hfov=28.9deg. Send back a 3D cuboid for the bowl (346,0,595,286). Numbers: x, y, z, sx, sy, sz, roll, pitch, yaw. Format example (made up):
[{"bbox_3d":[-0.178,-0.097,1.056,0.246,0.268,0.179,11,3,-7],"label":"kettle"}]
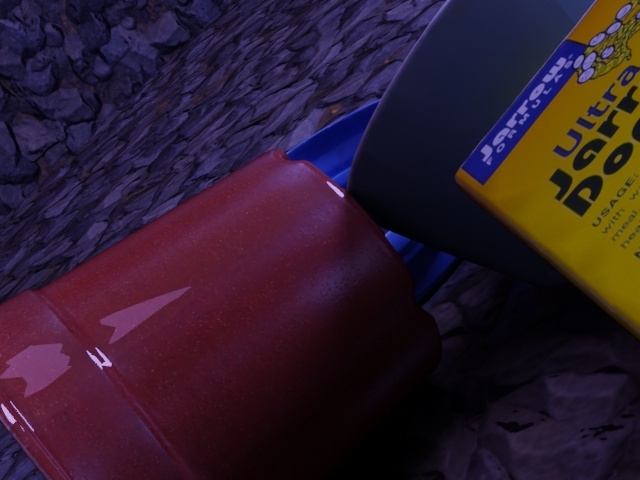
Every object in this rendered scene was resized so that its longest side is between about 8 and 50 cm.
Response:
[{"bbox_3d":[0.179,-0.090,0.851,0.311,0.163,0.311,-45,-16,-17],"label":"bowl"}]

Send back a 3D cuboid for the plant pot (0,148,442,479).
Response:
[{"bbox_3d":[-0.076,0.090,0.865,0.265,0.272,0.272,-38,19,-15],"label":"plant pot"}]

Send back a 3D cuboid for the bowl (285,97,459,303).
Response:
[{"bbox_3d":[0.000,0.000,1.191,0.391,0.077,0.391,-33,21,14],"label":"bowl"}]

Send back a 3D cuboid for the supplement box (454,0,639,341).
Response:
[{"bbox_3d":[0.236,-0.006,0.566,0.195,0.194,0.356,-51,19,6],"label":"supplement box"}]
